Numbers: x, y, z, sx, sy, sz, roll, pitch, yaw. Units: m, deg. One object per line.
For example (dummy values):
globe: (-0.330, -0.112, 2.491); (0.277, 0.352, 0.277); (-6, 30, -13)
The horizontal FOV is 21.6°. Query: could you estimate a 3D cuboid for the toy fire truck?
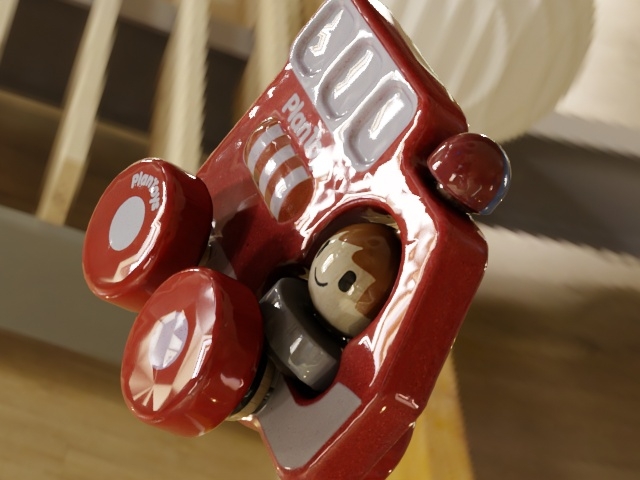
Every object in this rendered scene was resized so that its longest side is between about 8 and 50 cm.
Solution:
toy fire truck: (0.000, 0.000, 1.053); (0.169, 0.254, 0.302); (26, -159, -34)
